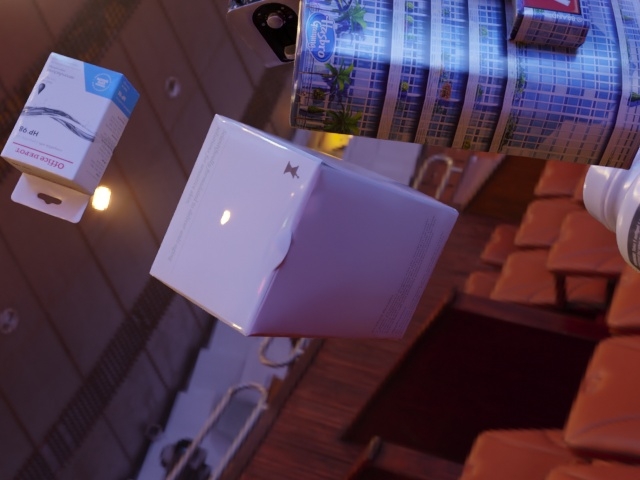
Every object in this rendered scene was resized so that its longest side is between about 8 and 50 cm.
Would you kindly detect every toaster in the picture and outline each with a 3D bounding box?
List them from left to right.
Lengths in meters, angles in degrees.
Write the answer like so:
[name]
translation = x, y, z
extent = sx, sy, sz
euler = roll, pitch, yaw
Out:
[toaster]
translation = 0.001, -0.278, 0.965
extent = 0.110, 0.168, 0.186
euler = 54, -149, -49

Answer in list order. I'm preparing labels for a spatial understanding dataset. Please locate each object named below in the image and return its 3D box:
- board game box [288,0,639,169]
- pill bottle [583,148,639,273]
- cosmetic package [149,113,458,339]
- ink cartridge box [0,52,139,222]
[board game box]
translation = 0.089, -0.125, 0.433
extent = 0.060, 0.194, 0.194
euler = 100, 174, -49
[pill bottle]
translation = 0.451, -0.006, 1.066
extent = 0.176, 0.318, 0.176
euler = -16, -54, -23
[cosmetic package]
translation = 0.000, 0.000, 1.105
extent = 0.365, 0.155, 0.197
euler = 15, -78, -59
[ink cartridge box]
translation = -0.306, -0.123, 1.137
extent = 0.060, 0.104, 0.180
euler = 61, -131, -71
